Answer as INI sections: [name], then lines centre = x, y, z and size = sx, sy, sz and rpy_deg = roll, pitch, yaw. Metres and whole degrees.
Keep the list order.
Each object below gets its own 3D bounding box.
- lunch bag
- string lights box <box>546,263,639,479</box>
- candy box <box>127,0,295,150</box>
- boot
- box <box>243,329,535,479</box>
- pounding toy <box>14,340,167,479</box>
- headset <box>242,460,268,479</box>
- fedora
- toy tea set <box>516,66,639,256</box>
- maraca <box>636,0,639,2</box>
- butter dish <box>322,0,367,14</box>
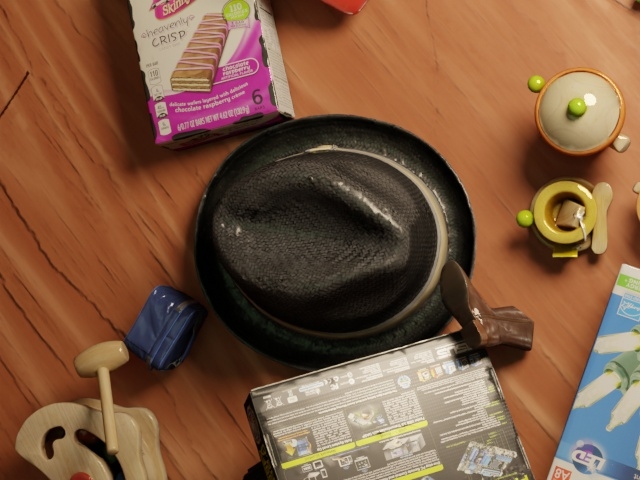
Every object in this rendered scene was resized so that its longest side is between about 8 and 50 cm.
[lunch bag]
centre = -0.179, 0.109, 1.651
size = 0.065, 0.067, 0.098
rpy_deg = 32, 98, 16
[string lights box]
centre = 0.343, 0.168, 1.503
size = 0.133, 0.077, 0.259
rpy_deg = 19, 92, 14
[candy box]
centre = -0.134, -0.239, 1.660
size = 0.159, 0.071, 0.233
rpy_deg = -14, 82, 14
[boot]
centre = 0.186, 0.073, 1.546
size = 0.037, 0.114, 0.106
rpy_deg = -31, 68, 38
[box]
centre = 0.077, 0.231, 1.505
size = 0.270, 0.060, 0.216
rpy_deg = -15, 73, -15
[pounding toy]
centre = -0.275, 0.259, 1.620
size = 0.154, 0.155, 0.269
rpy_deg = -12, 86, 12
[headset]
centre = -0.026, 0.343, 1.535
size = 0.394, 0.185, 0.243
rpy_deg = -13, 83, 2
[fedora]
centre = 0.000, 0.000, 1.567
size = 0.334, 0.152, 0.334
rpy_deg = -1, 87, 15
[toy tea set]
centre = 0.371, -0.086, 1.488
size = 0.336, 0.124, 0.200
rpy_deg = -2, 86, 15
[maraca]
centre = 0.417, -0.279, 1.506
size = 0.186, 0.099, 0.127
rpy_deg = 35, 90, 40
[butter dish]
centre = 0.000, -0.364, 1.616
size = 0.160, 0.118, 0.160
rpy_deg = 25, 95, -27
